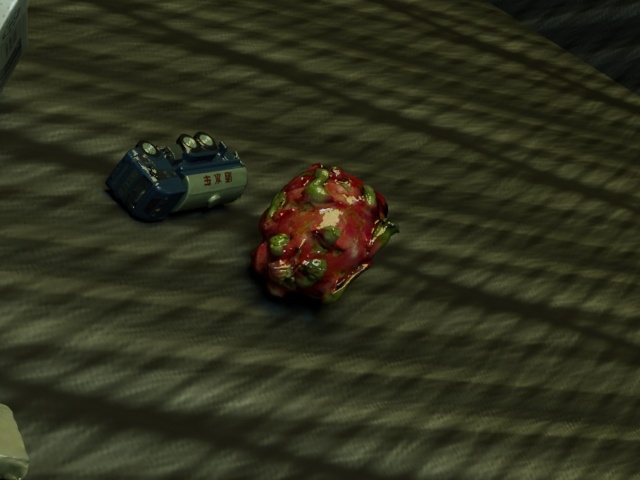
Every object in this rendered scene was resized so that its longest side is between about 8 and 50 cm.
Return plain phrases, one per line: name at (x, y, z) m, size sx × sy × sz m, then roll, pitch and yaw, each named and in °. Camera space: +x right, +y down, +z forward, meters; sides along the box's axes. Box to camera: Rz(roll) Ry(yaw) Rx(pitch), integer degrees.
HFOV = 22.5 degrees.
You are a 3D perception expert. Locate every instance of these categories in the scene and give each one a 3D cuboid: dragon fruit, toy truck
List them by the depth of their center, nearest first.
dragon fruit at (0.000, 0.000, 1.921) m, size 0.172 × 0.167 × 0.160 m, roll -62°, pitch 138°, yaw -34°
toy truck at (-0.168, -0.074, 1.963) m, size 0.088 × 0.074 × 0.202 m, roll 52°, pitch 31°, yaw 16°

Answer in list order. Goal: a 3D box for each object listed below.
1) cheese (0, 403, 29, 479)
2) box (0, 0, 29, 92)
cheese at (-0.433, 0.143, 1.347) m, size 0.400 × 0.034 × 0.085 m, roll 14°, pitch 32°, yaw -32°
box at (-0.433, -0.262, 1.774) m, size 0.210 × 0.095 × 0.330 m, roll 29°, pitch -7°, yaw -7°
